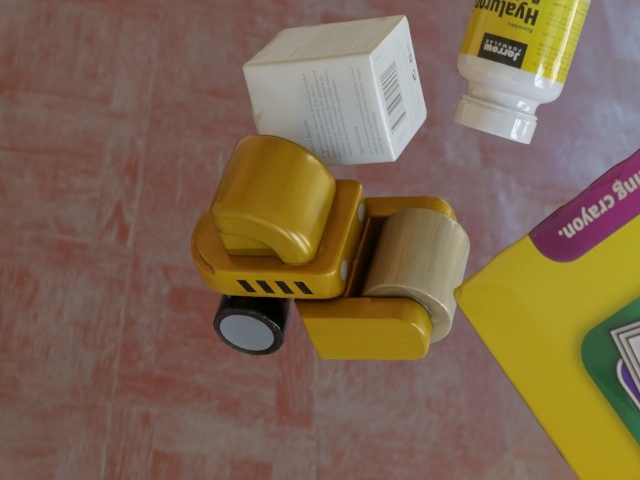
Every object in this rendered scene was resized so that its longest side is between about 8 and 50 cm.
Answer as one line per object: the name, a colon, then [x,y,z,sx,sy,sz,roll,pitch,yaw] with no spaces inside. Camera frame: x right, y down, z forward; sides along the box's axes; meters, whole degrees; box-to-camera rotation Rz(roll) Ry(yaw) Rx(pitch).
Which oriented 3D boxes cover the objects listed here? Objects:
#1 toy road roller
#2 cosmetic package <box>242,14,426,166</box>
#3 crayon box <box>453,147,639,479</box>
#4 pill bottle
toy road roller: [0.000,0.000,1.660,0.329,0.241,0.202,1,48,20]
cosmetic package: [0.021,-0.193,1.780,0.183,0.151,0.151,-2,27,24]
crayon box: [0.276,0.046,0.522,0.106,0.363,0.313,-26,78,-50]
pill bottle: [0.117,-0.118,0.793,0.065,0.116,0.065,16,7,-2]
